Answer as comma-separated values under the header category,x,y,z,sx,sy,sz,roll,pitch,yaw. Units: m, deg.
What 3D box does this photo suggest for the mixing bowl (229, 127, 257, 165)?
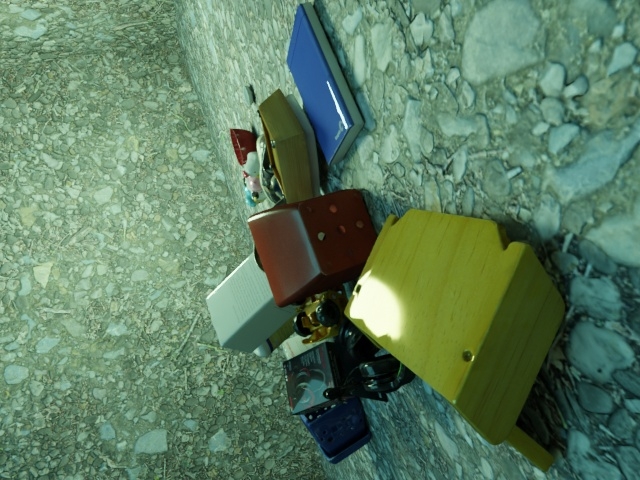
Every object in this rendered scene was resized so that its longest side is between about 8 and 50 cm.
category,x,y,z,sx,sy,sz,roll,pitch,yaw
mixing bowl,-0.352,-0.450,1.950,0.181,0.098,0.181,162,90,-73

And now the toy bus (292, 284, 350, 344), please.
category,x,y,z,sx,sy,sz,roll,pitch,yaw
toy bus,0.024,0.194,1.283,0.149,0.212,0.220,-35,64,43

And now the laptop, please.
category,x,y,z,sx,sy,sz,roll,pitch,yaw
laptop,0.141,0.420,1.482,0.264,0.137,0.234,-50,-56,-79

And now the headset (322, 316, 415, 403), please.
category,x,y,z,sx,sy,sz,roll,pitch,yaw
headset,0.122,0.318,1.129,0.243,0.185,0.394,60,149,35

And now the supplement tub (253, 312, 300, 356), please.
category,x,y,z,sx,sy,sz,roll,pitch,yaw
supplement tub,-0.192,0.309,1.774,0.241,0.331,0.241,38,150,27

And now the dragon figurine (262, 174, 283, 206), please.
category,x,y,z,sx,sy,sz,roll,pitch,yaw
dragon figurine,-0.111,-0.181,1.490,0.289,0.144,0.085,58,170,-21

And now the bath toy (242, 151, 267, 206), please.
category,x,y,z,sx,sy,sz,roll,pitch,yaw
bath toy,-0.309,-0.280,1.952,0.152,0.129,0.348,34,159,3

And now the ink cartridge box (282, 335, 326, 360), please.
category,x,y,z,sx,sy,sz,roll,pitch,yaw
ink cartridge box,-0.066,0.506,1.916,0.139,0.191,0.082,-128,25,-49

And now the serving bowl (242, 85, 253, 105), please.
category,x,y,z,sx,sy,sz,roll,pitch,yaw
serving bowl,-0.300,-0.608,1.734,0.083,0.027,0.083,162,90,-73

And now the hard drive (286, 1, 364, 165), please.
category,x,y,z,sx,sy,sz,roll,pitch,yaw
hard drive,0.000,-0.371,1.016,0.210,0.040,0.318,131,119,-71

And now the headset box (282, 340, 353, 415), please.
category,x,y,z,sx,sy,sz,roll,pitch,yaw
headset box,-0.004,0.543,1.637,0.293,0.110,0.217,-34,54,33

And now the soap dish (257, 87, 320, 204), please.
category,x,y,z,sx,sy,sz,roll,pitch,yaw
soap dish,-0.093,-0.265,1.234,0.290,0.118,0.228,83,166,-52

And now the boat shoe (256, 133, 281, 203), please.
category,x,y,z,sx,sy,sz,roll,pitch,yaw
boat shoe,-0.186,-0.273,1.615,0.092,0.103,0.284,-138,39,-68

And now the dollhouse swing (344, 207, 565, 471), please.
category,x,y,z,sx,sy,sz,roll,pitch,yaw
dollhouse swing,0.265,0.156,0.722,0.314,0.305,0.347,-65,22,0

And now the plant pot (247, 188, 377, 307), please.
category,x,y,z,sx,sy,sz,roll,pitch,yaw
plant pot,0.000,0.000,1.082,0.236,0.268,0.267,-28,81,62

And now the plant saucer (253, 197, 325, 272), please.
category,x,y,z,sx,sy,sz,roll,pitch,yaw
plant saucer,-0.089,-0.021,1.347,0.050,0.310,0.310,35,-167,-44

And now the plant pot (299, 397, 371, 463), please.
category,x,y,z,sx,sy,sz,roll,pitch,yaw
plant pot,0.067,0.776,1.742,0.212,0.236,0.236,63,163,3

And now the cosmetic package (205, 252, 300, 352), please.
category,x,y,z,sx,sy,sz,roll,pitch,yaw
cosmetic package,-0.185,0.170,1.488,0.162,0.453,0.230,33,-161,-48
